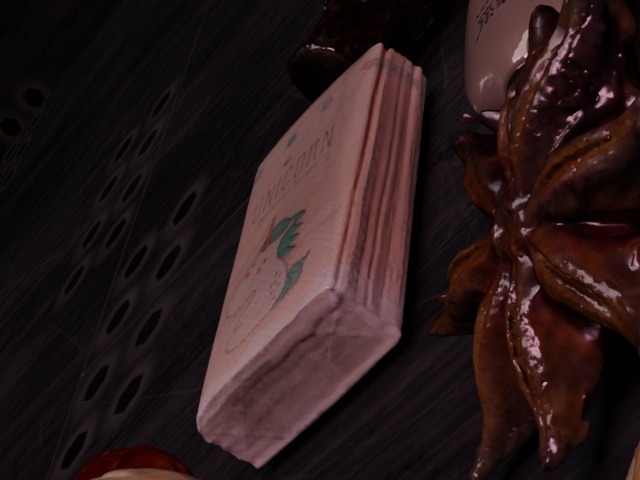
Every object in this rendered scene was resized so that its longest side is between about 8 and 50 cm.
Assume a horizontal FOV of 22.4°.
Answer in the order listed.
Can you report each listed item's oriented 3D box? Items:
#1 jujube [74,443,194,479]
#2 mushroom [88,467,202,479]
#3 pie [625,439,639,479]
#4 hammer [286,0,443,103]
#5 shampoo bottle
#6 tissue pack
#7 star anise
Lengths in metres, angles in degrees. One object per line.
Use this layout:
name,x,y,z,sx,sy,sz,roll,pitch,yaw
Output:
jujube,-0.143,0.224,1.098,0.112,0.109,0.176,90,-165,-53
mushroom,-0.152,0.278,0.801,0.356,0.315,0.315,-23,14,-10
pie,0.185,0.070,0.581,0.218,0.052,0.185,-36,25,45
hammer,0.126,-0.263,1.247,0.409,0.095,0.242,-35,25,58
shampoo bottle,0.141,-0.147,1.052,0.127,0.078,0.257,-46,21,28
tissue pack,0.000,0.000,1.179,0.170,0.071,0.325,-48,18,31
star anise,0.132,-0.001,0.802,0.272,0.102,0.272,-173,90,-74
